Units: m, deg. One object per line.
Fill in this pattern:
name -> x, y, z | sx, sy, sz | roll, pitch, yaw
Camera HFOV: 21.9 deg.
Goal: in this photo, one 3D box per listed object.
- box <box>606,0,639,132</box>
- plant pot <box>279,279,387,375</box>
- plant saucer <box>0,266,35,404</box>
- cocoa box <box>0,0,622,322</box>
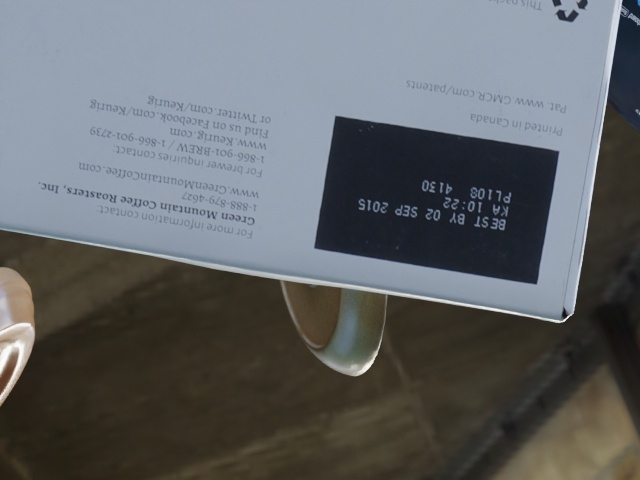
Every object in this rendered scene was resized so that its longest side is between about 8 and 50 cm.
box -> 0.271, -0.156, 1.171 | 0.051, 0.220, 0.175 | 21, -70, -30
plant pot -> 0.000, 0.000, 1.409 | 0.032, 0.236, 0.236 | -6, -41, -18
plant saucer -> -0.261, 0.107, 1.131 | 0.200, 0.037, 0.200 | -50, -11, -14
cocoa box -> -0.018, -0.101, 0.961 | 0.347, 0.228, 0.231 | 9, -85, 1
